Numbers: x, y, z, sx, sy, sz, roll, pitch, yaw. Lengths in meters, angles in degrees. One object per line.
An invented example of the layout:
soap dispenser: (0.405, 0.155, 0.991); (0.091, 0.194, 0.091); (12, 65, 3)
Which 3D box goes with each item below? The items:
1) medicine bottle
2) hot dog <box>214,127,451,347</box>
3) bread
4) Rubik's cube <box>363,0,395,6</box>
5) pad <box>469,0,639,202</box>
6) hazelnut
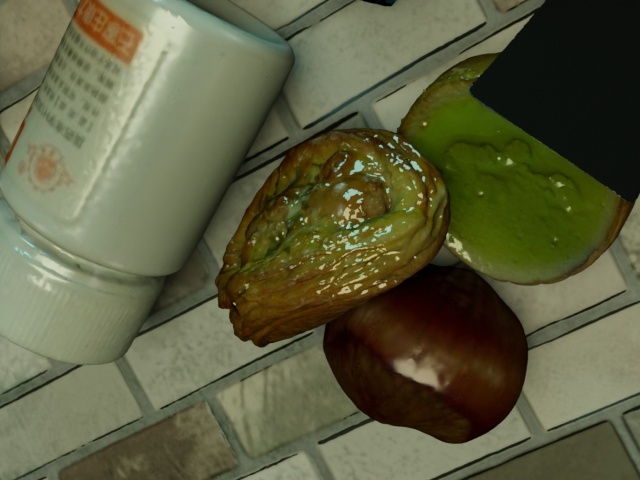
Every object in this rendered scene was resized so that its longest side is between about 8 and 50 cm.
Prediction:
medicine bottle: (-0.198, -0.077, 0.988); (0.211, 0.211, 0.371); (33, 106, 7)
hot dog: (0.000, 0.000, 0.930); (0.122, 0.196, 0.272); (30, 148, -22)
bread: (0.176, -0.063, 0.920); (0.236, 0.070, 0.236); (18, 128, 24)
Rubik's cube: (0.051, -0.328, 0.901); (0.162, 0.160, 0.163); (-40, 87, 18)
pad: (0.248, -0.150, 0.854); (0.159, 0.265, 0.009); (36, 144, 7)
hazelnut: (0.098, 0.101, 0.966); (0.204, 0.178, 0.178); (18, 106, 45)
